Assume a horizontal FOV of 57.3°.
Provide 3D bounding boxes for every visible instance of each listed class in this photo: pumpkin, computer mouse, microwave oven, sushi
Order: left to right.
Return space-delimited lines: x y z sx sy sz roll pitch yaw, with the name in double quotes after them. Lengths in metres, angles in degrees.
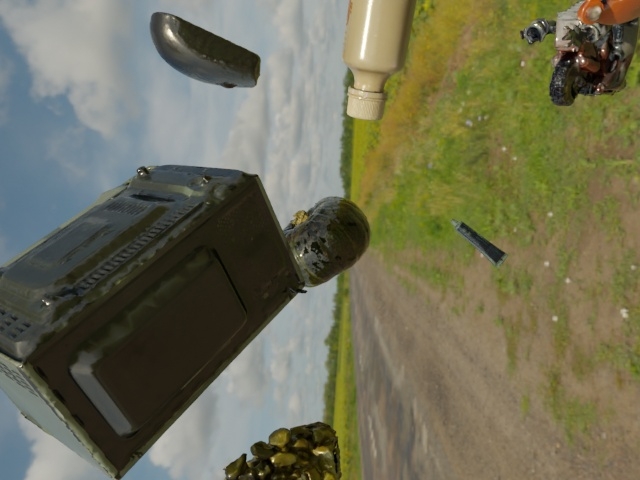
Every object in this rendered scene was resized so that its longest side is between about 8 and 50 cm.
-0.244 0.064 0.758 0.355 0.286 0.218 -44 -54 -34 "microwave oven"
-0.270 -0.416 1.338 0.170 0.269 0.100 -150 82 -76 "computer mouse"
-0.075 0.412 0.918 0.166 0.296 0.179 54 159 20 "sushi"
0.000 0.000 1.230 0.157 0.224 0.223 51 -168 -10 "pumpkin"

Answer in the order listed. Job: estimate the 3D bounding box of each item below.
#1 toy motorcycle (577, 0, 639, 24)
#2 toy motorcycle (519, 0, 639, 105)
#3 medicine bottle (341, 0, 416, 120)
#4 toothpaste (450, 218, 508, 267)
0.238 -0.317 0.518 0.221 0.148 0.325 60 -171 -35 "toy motorcycle"
0.444 -0.333 0.988 0.401 0.134 0.207 -21 -60 -41 "toy motorcycle"
0.096 -0.337 1.010 0.114 0.114 0.252 -80 -3 -68 "medicine bottle"
0.331 0.001 1.239 0.037 0.140 0.021 -50 -4 -1 "toothpaste"
